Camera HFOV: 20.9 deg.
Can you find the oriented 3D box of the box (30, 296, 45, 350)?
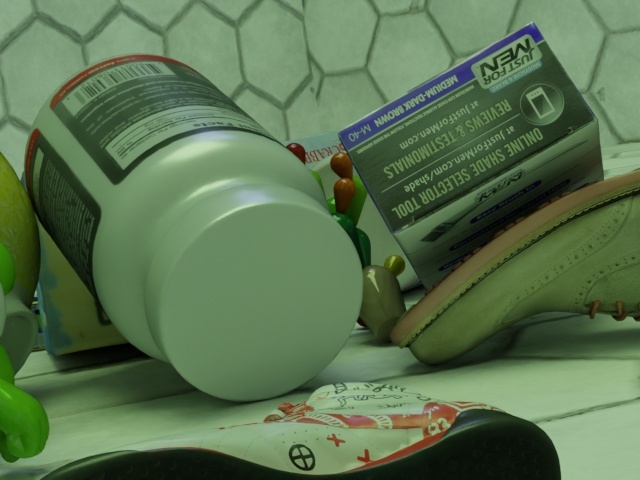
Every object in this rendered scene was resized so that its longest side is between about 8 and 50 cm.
[{"bbox_3d":[-0.241,0.079,1.909,0.169,0.054,0.059,-8,6,-7],"label":"box"}]

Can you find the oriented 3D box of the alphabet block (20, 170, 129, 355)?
[{"bbox_3d":[-0.196,0.009,1.784,0.197,0.192,0.193,-9,1,-11],"label":"alphabet block"}]

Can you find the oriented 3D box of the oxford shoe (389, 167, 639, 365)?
[{"bbox_3d":[0.248,0.017,1.406,0.397,0.146,0.140,-28,-4,4],"label":"oxford shoe"}]

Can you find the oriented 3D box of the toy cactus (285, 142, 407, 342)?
[{"bbox_3d":[0.026,0.023,1.623,0.112,0.219,0.180,-24,47,-3],"label":"toy cactus"}]

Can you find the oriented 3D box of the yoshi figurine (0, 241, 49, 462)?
[{"bbox_3d":[-0.306,0.118,1.258,0.203,0.203,0.362,-49,5,24],"label":"yoshi figurine"}]

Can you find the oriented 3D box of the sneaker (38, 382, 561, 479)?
[{"bbox_3d":[-0.028,0.129,0.872,0.270,0.090,0.145,-7,3,-19],"label":"sneaker"}]

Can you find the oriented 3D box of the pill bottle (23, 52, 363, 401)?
[{"bbox_3d":[-0.114,-0.016,1.498,0.210,0.210,0.363,-10,26,-20],"label":"pill bottle"}]

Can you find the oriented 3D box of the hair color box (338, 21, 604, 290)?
[{"bbox_3d":[0.143,-0.048,1.511,0.185,0.110,0.339,-30,-16,2],"label":"hair color box"}]

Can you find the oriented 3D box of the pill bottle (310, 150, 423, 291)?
[{"bbox_3d":[0.120,-0.038,1.972,0.169,0.169,0.301,-4,7,37],"label":"pill bottle"}]

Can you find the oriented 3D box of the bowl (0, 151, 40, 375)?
[{"bbox_3d":[-0.342,0.060,1.528,0.156,0.289,0.289,40,28,21],"label":"bowl"}]

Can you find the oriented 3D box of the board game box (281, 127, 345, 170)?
[{"bbox_3d":[-0.048,-0.041,2.130,0.318,0.066,0.318,-33,-11,39],"label":"board game box"}]
